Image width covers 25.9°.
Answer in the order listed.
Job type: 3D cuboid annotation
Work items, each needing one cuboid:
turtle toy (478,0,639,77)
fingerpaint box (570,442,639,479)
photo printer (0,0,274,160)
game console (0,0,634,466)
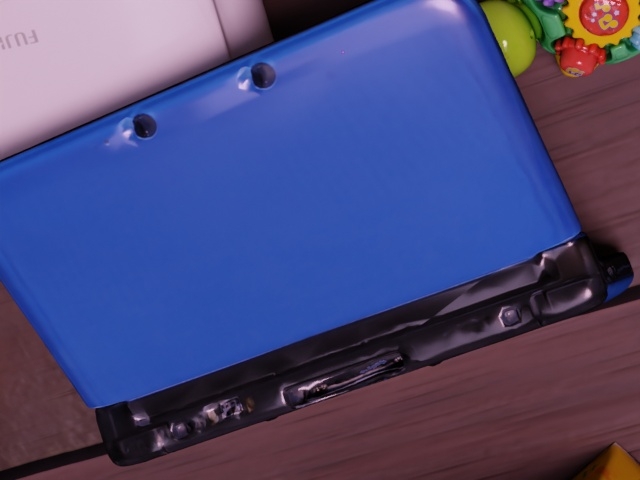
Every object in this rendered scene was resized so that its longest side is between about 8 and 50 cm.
[{"bbox_3d":[0.134,-0.125,0.739,0.130,0.066,0.095,-20,115,18],"label":"turtle toy"},{"bbox_3d":[0.050,0.377,0.848,0.163,0.371,0.445,44,118,5],"label":"fingerpaint box"},{"bbox_3d":[-0.164,-0.138,0.748,0.256,0.107,0.307,-9,118,13],"label":"photo printer"},{"bbox_3d":[0.000,0.000,0.776,0.293,0.250,0.173,-20,85,18],"label":"game console"}]
